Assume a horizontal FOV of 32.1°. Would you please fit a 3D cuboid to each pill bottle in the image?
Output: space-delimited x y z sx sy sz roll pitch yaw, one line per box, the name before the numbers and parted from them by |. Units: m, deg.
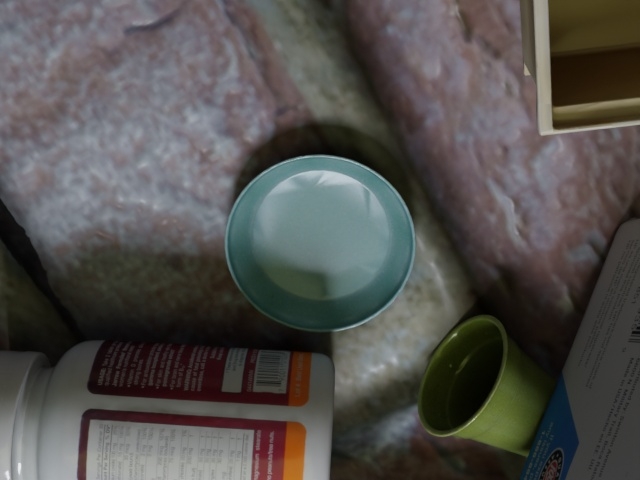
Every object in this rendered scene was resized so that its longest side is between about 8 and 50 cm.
pill bottle | -0.103 0.125 0.700 0.221 0.121 0.121 3 111 1

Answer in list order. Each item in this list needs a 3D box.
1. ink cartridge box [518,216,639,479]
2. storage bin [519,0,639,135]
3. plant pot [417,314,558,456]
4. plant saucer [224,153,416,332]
ink cartridge box | 0.229 0.102 0.548 0.129 0.307 0.223 25 83 -8
storage bin | 0.225 -0.208 0.559 0.261 0.123 0.262 -6 111 5
plant pot | 0.119 0.102 0.713 0.079 0.083 0.083 31 110 -22
plant saucer | 0.000 0.000 0.702 0.119 0.021 0.119 0 111 1
